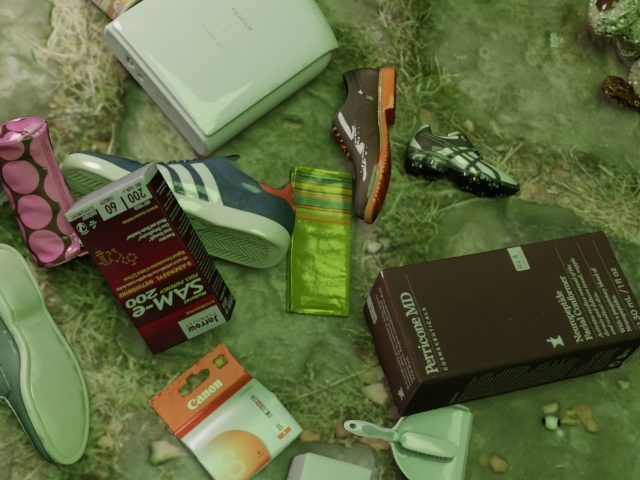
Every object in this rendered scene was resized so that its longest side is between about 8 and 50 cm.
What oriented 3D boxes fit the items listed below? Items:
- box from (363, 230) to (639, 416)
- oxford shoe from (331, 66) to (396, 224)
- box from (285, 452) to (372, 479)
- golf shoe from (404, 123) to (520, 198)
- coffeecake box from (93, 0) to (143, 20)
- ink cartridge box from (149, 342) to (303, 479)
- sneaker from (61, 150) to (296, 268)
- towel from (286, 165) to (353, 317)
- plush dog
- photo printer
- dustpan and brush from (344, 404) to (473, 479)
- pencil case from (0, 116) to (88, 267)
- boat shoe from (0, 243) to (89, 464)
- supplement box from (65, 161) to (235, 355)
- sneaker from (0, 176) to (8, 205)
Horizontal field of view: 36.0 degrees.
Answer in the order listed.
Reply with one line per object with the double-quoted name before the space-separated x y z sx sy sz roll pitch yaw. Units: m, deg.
"box" 0.278 0.120 1.490 0.382 0.143 0.191 -11 62 -15
"oxford shoe" 0.066 -0.152 1.573 0.098 0.097 0.271 4 66 6
"box" 0.005 0.356 1.396 0.102 0.101 0.087 17 71 -10
"golf shoe" 0.238 -0.131 1.605 0.198 0.077 0.093 19 71 -9
"coffeecake box" -0.333 -0.458 1.545 0.185 0.068 0.142 43 62 -9
"ink cartridge box" -0.135 0.255 1.424 0.145 0.045 0.179 -39 88 -20
"sneaker" -0.202 -0.078 1.472 0.350 0.131 0.148 20 55 -5
"towel" 0.000 0.000 1.540 0.102 0.021 0.237 5 74 -11
"plush dog" 0.602 -0.327 1.716 0.263 0.210 0.225 -1 88 15
"photo printer" -0.141 -0.314 1.551 0.307 0.107 0.256 -38 85 -20
"dustpan and brush" 0.130 0.298 1.464 0.211 0.060 0.147 14 72 -9
"pencil case" -0.390 -0.069 1.388 0.095 0.098 0.209 -34 116 -35
"boat shoe" -0.419 0.166 1.372 0.099 0.116 0.319 -24 87 25
"supplement box" -0.234 0.027 1.377 0.130 0.073 0.239 -25 108 12
"sneaker" -0.559 -0.070 1.380 0.252 0.111 0.103 -26 82 -18
